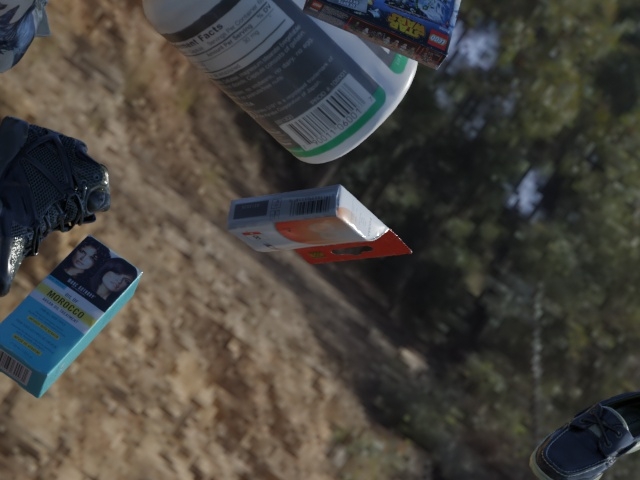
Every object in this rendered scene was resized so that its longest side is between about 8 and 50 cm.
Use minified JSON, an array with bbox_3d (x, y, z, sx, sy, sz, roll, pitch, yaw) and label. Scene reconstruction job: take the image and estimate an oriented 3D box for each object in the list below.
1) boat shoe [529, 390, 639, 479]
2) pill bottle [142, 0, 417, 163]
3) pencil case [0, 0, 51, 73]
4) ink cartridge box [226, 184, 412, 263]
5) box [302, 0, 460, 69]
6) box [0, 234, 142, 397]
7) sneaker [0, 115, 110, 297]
[{"bbox_3d":[0.330,0.225,1.809,0.223,0.073,0.080,-17,52,-43],"label":"boat shoe"},{"bbox_3d":[-0.073,-0.272,1.774,0.361,0.204,0.204,42,-6,-26],"label":"pill bottle"},{"bbox_3d":[-0.341,-0.316,1.557,0.160,0.183,0.410,66,-25,12],"label":"pencil case"},{"bbox_3d":[0.000,0.000,1.743,0.145,0.045,0.179,-7,-30,30],"label":"ink cartridge box"},{"bbox_3d":[0.059,-0.223,1.409,0.137,0.094,0.027,22,-32,-10],"label":"box"},{"bbox_3d":[-0.357,0.103,2.146,0.100,0.244,0.060,34,-44,4],"label":"box"},{"bbox_3d":[-0.283,-0.030,1.575,0.130,0.087,0.227,11,44,-8],"label":"sneaker"}]
